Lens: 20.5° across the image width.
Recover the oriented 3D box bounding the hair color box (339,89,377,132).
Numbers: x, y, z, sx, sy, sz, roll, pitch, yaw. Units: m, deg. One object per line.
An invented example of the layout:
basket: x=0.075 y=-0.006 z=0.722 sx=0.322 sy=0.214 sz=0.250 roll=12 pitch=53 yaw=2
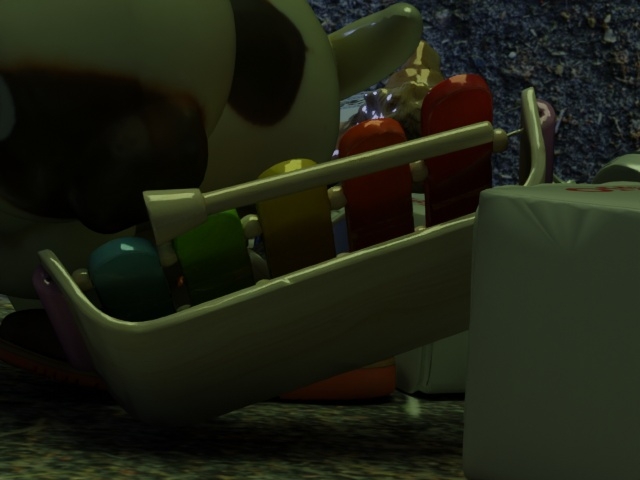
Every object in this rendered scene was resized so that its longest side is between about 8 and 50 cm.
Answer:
hair color box: x=0.053 y=-0.096 z=1.988 sx=0.185 sy=0.110 sz=0.339 roll=-7 pitch=15 yaw=8

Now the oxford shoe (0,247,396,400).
oxford shoe: x=-0.081 y=0.050 z=1.164 sx=0.271 sy=0.098 sz=0.097 roll=2 pitch=6 yaw=-17

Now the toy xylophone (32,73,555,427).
toy xylophone: x=0.000 y=0.000 z=1.003 sx=0.322 sy=0.081 sz=0.236 roll=-14 pitch=-33 yaw=-13

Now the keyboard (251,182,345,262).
keyboard: x=-0.039 y=0.012 z=1.265 sx=0.256 sy=0.014 sz=0.072 roll=-37 pitch=11 yaw=-11

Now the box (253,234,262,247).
box: x=-0.031 y=-0.032 z=1.514 sx=0.045 sy=0.191 sz=0.184 roll=9 pitch=8 yaw=-1

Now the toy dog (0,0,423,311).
toy dog: x=-0.134 y=-0.090 z=1.164 sx=0.395 sy=0.285 sz=0.408 roll=-4 pitch=-5 yaw=8

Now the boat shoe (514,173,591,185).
boat shoe: x=0.203 y=-0.004 z=1.612 sx=0.367 sy=0.157 sz=0.136 roll=2 pitch=6 yaw=-15

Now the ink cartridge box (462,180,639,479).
ink cartridge box: x=0.309 y=0.065 z=0.894 sx=0.395 sy=0.166 sz=0.285 roll=9 pitch=7 yaw=44

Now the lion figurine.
lion figurine: x=-0.026 y=-0.052 z=1.698 sx=0.392 sy=0.142 sz=0.240 roll=-24 pitch=-7 yaw=9

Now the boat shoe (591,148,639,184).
boat shoe: x=0.302 y=0.026 z=1.173 sx=0.267 sy=0.096 sz=0.088 roll=37 pitch=45 yaw=26

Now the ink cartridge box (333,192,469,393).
ink cartridge box: x=0.172 y=0.034 z=1.334 sx=0.307 sy=0.129 sz=0.223 roll=1 pitch=6 yaw=-22
